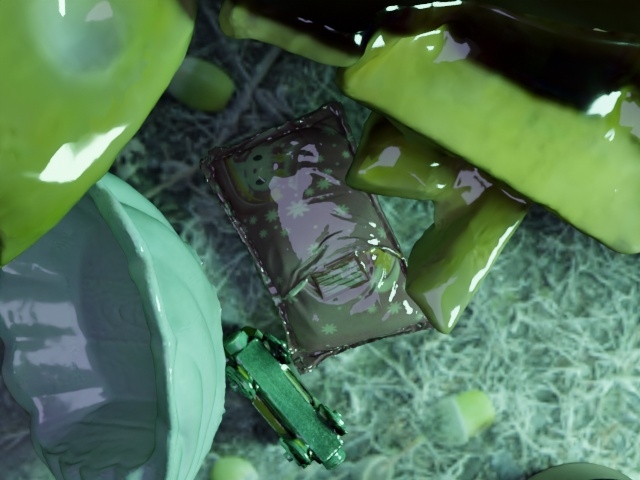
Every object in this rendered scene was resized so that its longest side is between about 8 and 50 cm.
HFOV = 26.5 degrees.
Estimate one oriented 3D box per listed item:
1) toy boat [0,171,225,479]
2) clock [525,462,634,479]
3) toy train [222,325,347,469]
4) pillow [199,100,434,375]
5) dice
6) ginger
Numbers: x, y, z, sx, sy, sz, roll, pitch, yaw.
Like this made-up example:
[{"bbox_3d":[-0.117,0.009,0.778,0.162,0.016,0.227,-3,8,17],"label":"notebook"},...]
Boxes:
[{"bbox_3d":[-0.136,0.070,0.911,0.100,0.199,0.290,-14,99,-42],"label":"toy boat"},{"bbox_3d":[0.201,0.251,1.028,0.229,0.063,0.155,26,90,-10],"label":"clock"},{"bbox_3d":[-0.031,0.112,0.966,0.050,0.081,0.122,-40,101,-13],"label":"toy train"},{"bbox_3d":[0.000,0.000,0.982,0.118,0.043,0.185,-23,95,0],"label":"pillow"},{"bbox_3d":[-0.225,-0.124,0.735,0.233,0.238,0.226,46,57,-24],"label":"dice"},{"bbox_3d":[0.049,-0.156,0.880,0.359,0.211,0.413,-7,58,-29],"label":"ginger"}]
